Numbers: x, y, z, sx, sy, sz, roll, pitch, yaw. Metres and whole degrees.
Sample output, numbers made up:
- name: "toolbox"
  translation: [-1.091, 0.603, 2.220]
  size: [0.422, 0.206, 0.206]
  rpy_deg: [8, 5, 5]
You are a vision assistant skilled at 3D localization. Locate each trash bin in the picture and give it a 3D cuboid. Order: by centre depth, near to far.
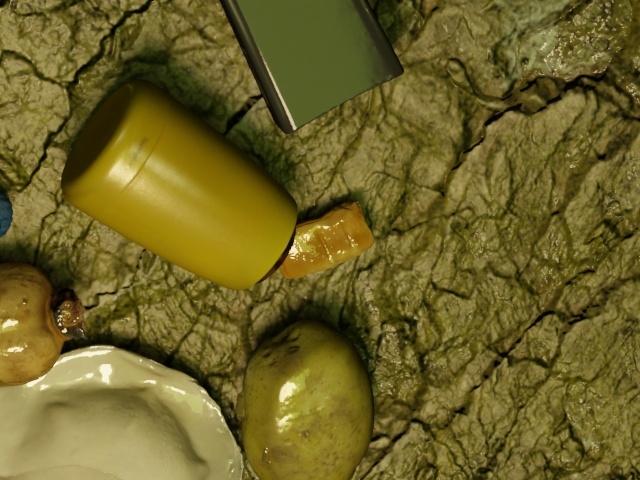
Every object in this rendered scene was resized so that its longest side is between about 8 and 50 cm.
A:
- name: "trash bin"
  translation: [-0.026, -0.270, 1.843]
  size: [0.165, 0.115, 0.225]
  rpy_deg: [-28, 110, -2]

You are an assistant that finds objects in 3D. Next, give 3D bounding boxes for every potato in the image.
- name: "potato"
  translation: [-0.020, 0.223, 1.991]
  size: [0.197, 0.148, 0.228]
  rpy_deg: [-47, 127, -28]

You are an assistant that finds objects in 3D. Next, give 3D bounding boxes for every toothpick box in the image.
- name: "toothpick box"
  translation: [-0.161, -0.056, 1.857]
  size: [0.271, 0.175, 0.175]
  rpy_deg: [34, 99, -23]

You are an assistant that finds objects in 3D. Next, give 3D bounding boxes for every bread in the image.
- name: "bread"
  translation: [0.000, 0.000, 1.971]
  size: [0.132, 0.053, 0.074]
  rpy_deg: [-20, 111, -2]

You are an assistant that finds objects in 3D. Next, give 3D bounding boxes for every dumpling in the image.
- name: "dumpling"
  translation: [-0.271, 0.269, 1.957]
  size: [0.341, 0.181, 0.260]
  rpy_deg: [23, 81, 11]

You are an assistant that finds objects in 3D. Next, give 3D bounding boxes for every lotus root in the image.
- name: "lotus root"
  translation: [-0.409, 0.103, 1.878]
  size: [0.257, 0.140, 0.154]
  rpy_deg: [-4, 80, -2]

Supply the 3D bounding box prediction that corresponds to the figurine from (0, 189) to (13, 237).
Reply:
- name: "figurine"
  translation: [-0.441, -0.035, 1.836]
  size: [0.149, 0.087, 0.086]
  rpy_deg: [21, 107, -37]
